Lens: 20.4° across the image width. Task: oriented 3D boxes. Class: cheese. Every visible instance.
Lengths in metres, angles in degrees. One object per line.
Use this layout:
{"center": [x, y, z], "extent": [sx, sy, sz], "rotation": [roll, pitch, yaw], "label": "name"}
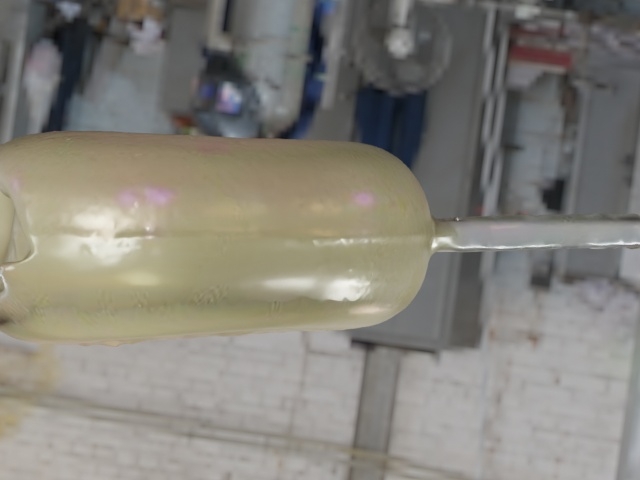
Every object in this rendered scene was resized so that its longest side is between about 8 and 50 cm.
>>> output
{"center": [0.000, 0.000, 0.731], "extent": [0.286, 0.082, 0.163], "rotation": [0, 180, -22], "label": "cheese"}
